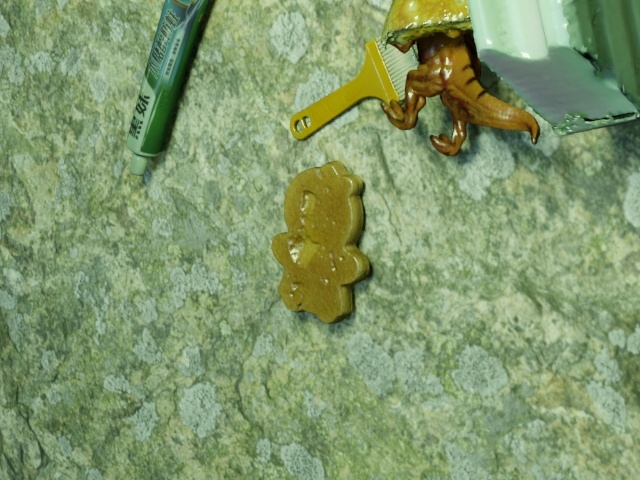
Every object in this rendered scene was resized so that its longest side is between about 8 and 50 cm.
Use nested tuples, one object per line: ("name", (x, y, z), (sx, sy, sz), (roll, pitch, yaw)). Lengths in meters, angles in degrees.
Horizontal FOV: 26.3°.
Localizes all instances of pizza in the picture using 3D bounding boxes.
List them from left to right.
("pizza", (0.204, -0.327, 1.734), (0.292, 0.058, 0.197), (-45, 50, 5))

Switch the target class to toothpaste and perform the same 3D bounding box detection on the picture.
("toothpaste", (-0.250, -0.278, 2.227), (0.099, 0.061, 0.392), (37, 119, 34))

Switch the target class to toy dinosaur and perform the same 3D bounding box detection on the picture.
("toy dinosaur", (0.174, -0.197, 1.808), (0.432, 0.097, 0.208), (62, 144, 38))

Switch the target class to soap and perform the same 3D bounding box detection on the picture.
("soap", (0.282, -0.348, 1.592), (0.156, 0.261, 0.446), (-11, 92, 43))

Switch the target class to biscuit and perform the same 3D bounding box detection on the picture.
("biscuit", (0.002, -0.001, 2.069), (0.184, 0.035, 0.249), (14, 107, 39))

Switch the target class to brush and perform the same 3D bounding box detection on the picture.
("brush", (0.044, -0.214, 2.006), (0.272, 0.013, 0.103), (-28, 79, 43))
